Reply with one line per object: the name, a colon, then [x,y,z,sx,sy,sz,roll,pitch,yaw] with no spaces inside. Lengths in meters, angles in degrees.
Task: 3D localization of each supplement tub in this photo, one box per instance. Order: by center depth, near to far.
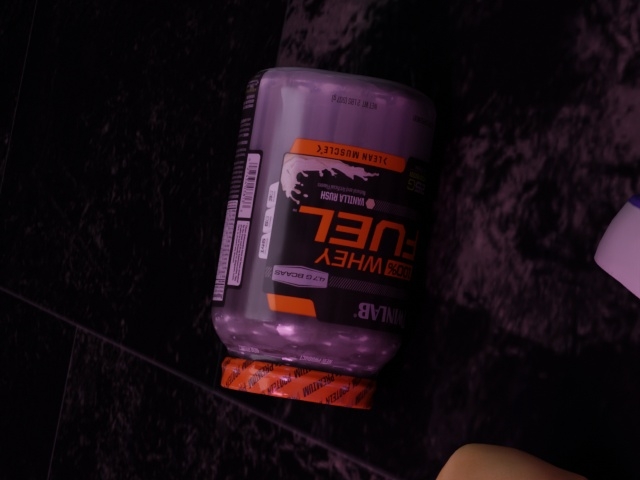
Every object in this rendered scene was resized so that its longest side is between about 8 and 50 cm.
supplement tub: [0.000,0.000,1.099,0.117,0.117,0.190,1,82,64]

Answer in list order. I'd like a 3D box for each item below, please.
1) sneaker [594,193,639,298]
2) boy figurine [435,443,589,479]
sneaker: [0.234,-0.032,0.664,0.236,0.130,0.323,-48,5,3]
boy figurine: [0.106,0.222,0.826,0.177,0.092,0.285,-58,32,38]
